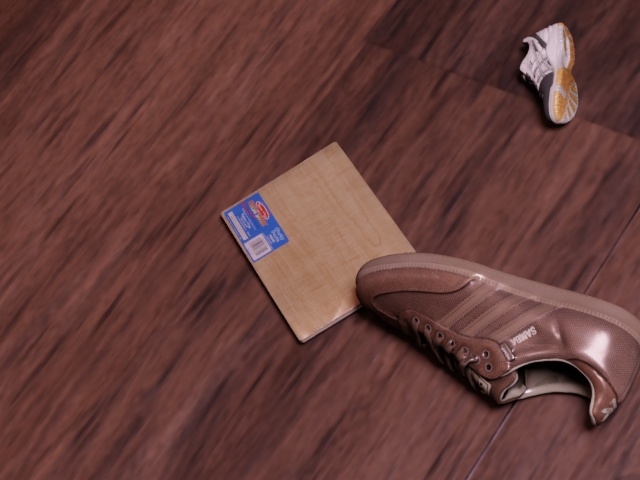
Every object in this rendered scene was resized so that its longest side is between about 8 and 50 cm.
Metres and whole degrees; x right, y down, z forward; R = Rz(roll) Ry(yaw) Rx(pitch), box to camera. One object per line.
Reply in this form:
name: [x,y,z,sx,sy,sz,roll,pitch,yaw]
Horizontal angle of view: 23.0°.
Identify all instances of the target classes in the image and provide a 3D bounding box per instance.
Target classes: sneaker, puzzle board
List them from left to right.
puzzle board: [0.000,0.000,1.065,0.096,0.011,0.128,-32,53,-3]
sneaker: [0.100,0.059,0.958,0.188,0.066,0.071,11,63,25]
sneaker: [0.155,-0.110,1.079,0.037,0.032,0.083,-15,48,26]
